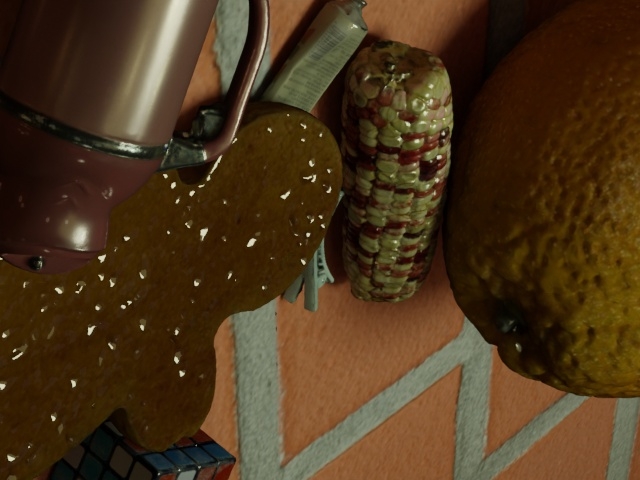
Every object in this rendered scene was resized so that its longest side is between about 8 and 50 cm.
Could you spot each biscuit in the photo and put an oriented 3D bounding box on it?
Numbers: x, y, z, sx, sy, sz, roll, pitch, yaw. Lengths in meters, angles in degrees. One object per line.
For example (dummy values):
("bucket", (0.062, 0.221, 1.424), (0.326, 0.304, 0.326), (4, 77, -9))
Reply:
("biscuit", (-0.155, 0.038, 1.259), (0.432, 0.064, 0.283), (-37, 134, -30))

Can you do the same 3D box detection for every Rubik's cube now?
("Rubik's cube", (-0.137, 0.181, 1.392), (0.092, 0.092, 0.092), (-1, 121, -52))

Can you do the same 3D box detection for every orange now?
("orange", (0.261, -0.039, 1.513), (0.357, 0.322, 0.322), (-38, 145, -21))

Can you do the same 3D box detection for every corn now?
("corn", (0.057, -0.043, 1.449), (0.086, 0.086, 0.253), (-33, 143, -31))

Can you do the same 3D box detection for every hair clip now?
("hair clip", (-0.001, -0.001, 1.467), (0.039, 0.030, 0.115), (-48, 156, -49))

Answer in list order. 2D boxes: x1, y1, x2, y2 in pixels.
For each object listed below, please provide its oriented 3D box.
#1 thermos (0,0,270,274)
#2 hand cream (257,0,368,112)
("thermos", (-0.108, -0.133, 1.088), (0.136, 0.109, 0.330), (6, 110, -50))
("hand cream", (-0.019, -0.108, 1.346), (0.165, 0.037, 0.057), (-53, 150, 12))
